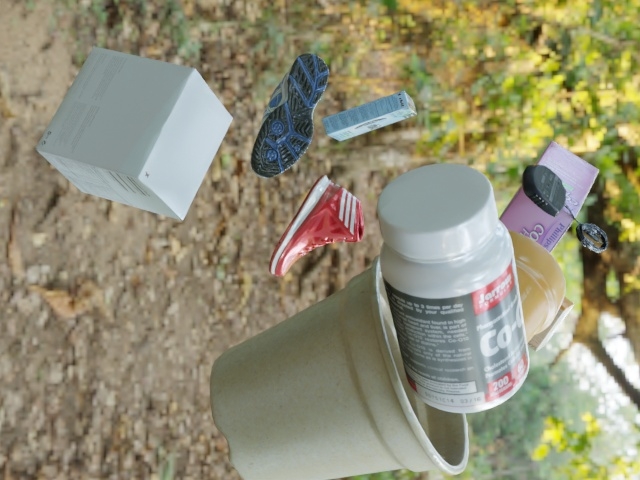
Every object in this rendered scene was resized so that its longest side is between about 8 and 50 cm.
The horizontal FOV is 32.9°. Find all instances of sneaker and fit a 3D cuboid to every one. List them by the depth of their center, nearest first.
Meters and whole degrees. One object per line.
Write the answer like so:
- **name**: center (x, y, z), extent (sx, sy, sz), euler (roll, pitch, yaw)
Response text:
- **sneaker**: center (-0.050, -0.184, 1.671), extent (0.211, 0.080, 0.081), euler (-64, -167, -19)
- **sneaker**: center (0.000, 0.000, 1.990), extent (0.221, 0.128, 0.087), euler (-60, 179, 28)

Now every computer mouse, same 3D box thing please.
- **computer mouse**: center (0.443, -0.053, 1.980), extent (0.242, 0.041, 0.071), euler (42, 52, -24)

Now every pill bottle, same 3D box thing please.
- **pill bottle**: center (0.162, 0.060, 1.327), extent (0.161, 0.161, 0.283), euler (-86, 164, -52)

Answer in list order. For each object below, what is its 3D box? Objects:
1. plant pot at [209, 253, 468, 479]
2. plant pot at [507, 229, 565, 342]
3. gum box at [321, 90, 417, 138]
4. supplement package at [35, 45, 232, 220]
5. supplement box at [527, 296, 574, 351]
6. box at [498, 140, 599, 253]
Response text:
- **plant pot**: center (0.016, 0.224, 1.611), extent (0.334, 0.305, 0.334), euler (57, 21, -36)
- **plant pot**: center (0.280, 0.116, 1.795), extent (0.188, 0.205, 0.205), euler (-55, 150, -40)
- **gum box**: center (0.108, -0.268, 2.341), extent (0.157, 0.184, 0.041), euler (-1, 74, -78)
- **supplement package**: center (-0.282, -0.165, 1.667), extent (0.194, 0.203, 0.149), euler (-65, 152, -16)
- **supplement box**: center (0.404, 0.145, 1.931), extent (0.098, 0.036, 0.062), euler (-59, 160, 19)
- **box**: center (0.425, -0.047, 2.144), extent (0.213, 0.117, 0.243), euler (-61, 173, 35)
